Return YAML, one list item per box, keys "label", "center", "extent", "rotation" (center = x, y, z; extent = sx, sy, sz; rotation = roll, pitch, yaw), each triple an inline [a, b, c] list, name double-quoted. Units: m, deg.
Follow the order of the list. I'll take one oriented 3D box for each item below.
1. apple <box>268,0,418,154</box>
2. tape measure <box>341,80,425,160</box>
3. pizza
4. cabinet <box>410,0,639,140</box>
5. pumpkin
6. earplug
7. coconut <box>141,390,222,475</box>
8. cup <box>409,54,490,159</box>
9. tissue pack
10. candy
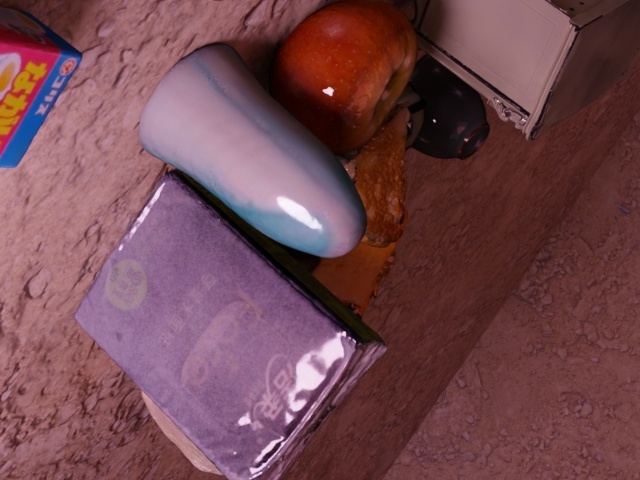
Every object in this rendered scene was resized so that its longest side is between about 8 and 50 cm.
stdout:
- label: "apple"
  center: [0.029, -0.244, 1.917]
  extent: [0.235, 0.173, 0.210]
  rotation: [-51, 163, -24]
- label: "tape measure"
  center: [0.088, -0.192, 2.207]
  extent: [0.207, 0.115, 0.235]
  rotation: [-43, 159, -8]
- label: "pizza"
  center: [0.075, -0.097, 2.018]
  extent: [0.147, 0.069, 0.226]
  rotation: [-8, 102, -46]
- label: "cabinet"
  center: [0.317, -0.369, 2.065]
  extent: [0.290, 0.318, 0.227]
  rotation: [-33, 153, -37]
- label: "pumpkin"
  center: [0.000, 0.000, 2.166]
  extent: [0.225, 0.256, 0.303]
  rotation: [-61, -176, -13]
- label: "earplug"
  center: [-0.065, -0.096, 1.760]
  extent: [0.185, 0.324, 0.185]
  rotation: [-41, 158, -21]
- label: "coconut"
  center: [-0.155, 0.224, 2.253]
  extent: [0.297, 0.254, 0.297]
  rotation: [-41, 177, -3]
- label: "cup"
  center: [0.222, -0.219, 2.374]
  extent: [0.199, 0.150, 0.199]
  rotation: [-40, 158, -20]
- label: "tissue pack"
  center: [-0.137, 0.127, 1.912]
  extent: [0.288, 0.394, 0.124]
  rotation: [-54, 159, 15]
- label: "candy"
  center: [-0.389, -0.161, 1.315]
  extent: [0.157, 0.100, 0.306]
  rotation: [-56, 158, 17]
